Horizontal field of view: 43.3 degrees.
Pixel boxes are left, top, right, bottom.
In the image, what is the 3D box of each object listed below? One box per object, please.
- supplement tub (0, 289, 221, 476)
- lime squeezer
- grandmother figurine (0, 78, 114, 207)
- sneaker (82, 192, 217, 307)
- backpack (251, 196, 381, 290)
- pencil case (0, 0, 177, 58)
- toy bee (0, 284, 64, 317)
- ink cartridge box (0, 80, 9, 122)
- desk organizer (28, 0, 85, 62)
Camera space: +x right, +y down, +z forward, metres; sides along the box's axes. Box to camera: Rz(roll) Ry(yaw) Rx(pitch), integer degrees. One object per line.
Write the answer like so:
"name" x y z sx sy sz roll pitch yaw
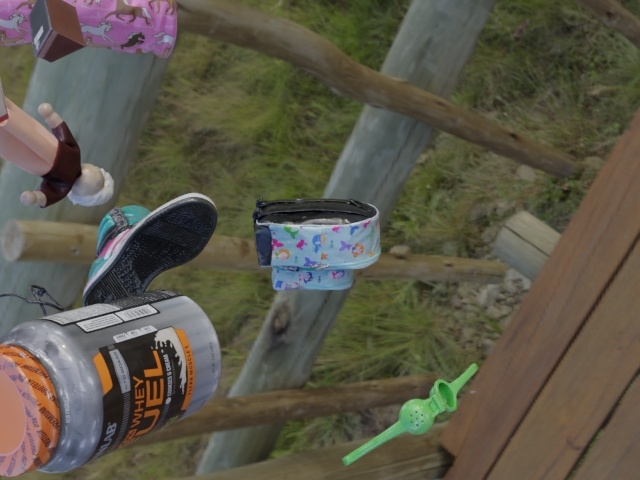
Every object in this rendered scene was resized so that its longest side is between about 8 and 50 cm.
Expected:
"supplement tub" -0.294 0.182 1.061 0.193 0.316 0.194 5 100 31
"lime squeezer" 0.179 0.282 1.341 0.059 0.310 0.110 49 151 21
"grandmother figurine" -0.517 -0.156 1.526 0.104 0.342 0.208 6 72 29
"sneaker" -0.285 -0.011 1.361 0.295 0.123 0.178 -39 34 21
"backpack" 0.000 0.000 1.656 0.253 0.225 0.191 -7 104 2
"pencil case" -0.474 -0.451 1.613 0.167 0.385 0.160 -147 57 -64
"toy bee" -0.540 0.062 1.126 0.298 0.195 0.162 41 84 -1
"ink cartridge box" -0.659 -0.200 1.186 0.306 0.226 0.131 -5 112 10
"desk organizer" -0.358 -0.286 1.095 0.047 0.050 0.130 -51 40 21
